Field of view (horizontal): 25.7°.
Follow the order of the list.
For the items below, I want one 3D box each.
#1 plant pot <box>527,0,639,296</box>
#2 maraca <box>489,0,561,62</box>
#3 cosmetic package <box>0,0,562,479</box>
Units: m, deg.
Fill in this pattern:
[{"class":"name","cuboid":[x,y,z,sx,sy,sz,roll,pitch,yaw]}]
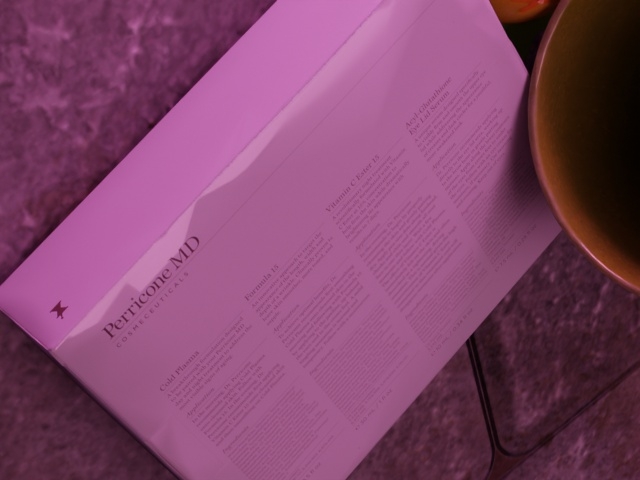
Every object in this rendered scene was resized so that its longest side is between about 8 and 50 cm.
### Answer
[{"class":"plant pot","cuboid":[0.340,-0.090,1.043,0.293,0.275,0.275,-2,113,-57]},{"class":"maraca","cuboid":[0.148,-0.205,1.014,0.127,0.099,0.185,-43,146,-18]},{"class":"cosmetic package","cuboid":[0.000,0.000,0.989,0.377,0.097,0.284,-47,135,-12]}]
